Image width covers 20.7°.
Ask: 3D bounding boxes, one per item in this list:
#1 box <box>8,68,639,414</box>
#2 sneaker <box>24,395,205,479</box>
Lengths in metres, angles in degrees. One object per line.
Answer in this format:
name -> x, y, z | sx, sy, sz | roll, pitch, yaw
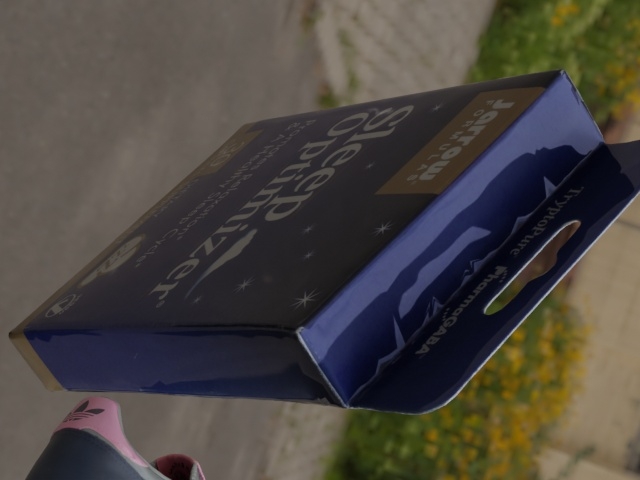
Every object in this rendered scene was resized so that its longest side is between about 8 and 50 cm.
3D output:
box -> 0.000, 0.000, 0.591 | 0.136, 0.225, 0.036 | -44, 113, -29
sneaker -> -0.090, 0.230, 1.256 | 0.319, 0.112, 0.131 | 50, 47, -42
